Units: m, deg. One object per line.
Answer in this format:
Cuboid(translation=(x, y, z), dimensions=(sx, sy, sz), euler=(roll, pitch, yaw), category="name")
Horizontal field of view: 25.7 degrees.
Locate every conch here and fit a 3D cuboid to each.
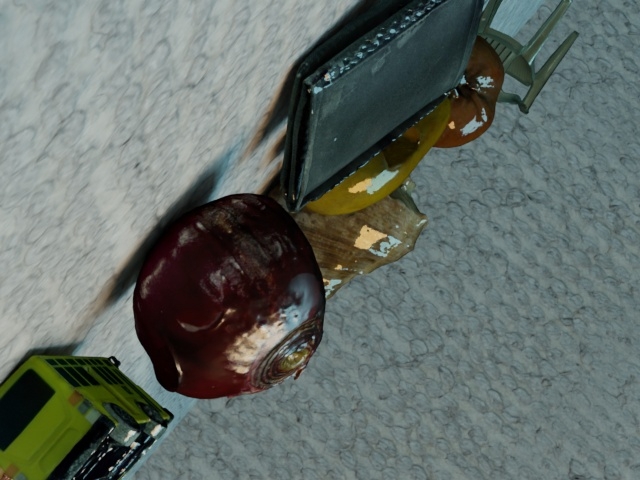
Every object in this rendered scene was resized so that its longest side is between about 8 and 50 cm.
Cuboid(translation=(-0.008, -0.016, 2.126), dimensions=(0.352, 0.210, 0.297), euler=(-29, 175, -1), category="conch")

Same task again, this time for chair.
Cuboid(translation=(0.349, -0.370, 2.692), dimensions=(0.274, 0.203, 0.190), euler=(-57, 166, -9), category="chair")

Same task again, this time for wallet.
Cuboid(translation=(0.073, -0.203, 1.736), dimensions=(0.342, 0.075, 0.237), euler=(-40, 153, -31), category="wallet")

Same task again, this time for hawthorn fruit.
Cuboid(translation=(0.195, -0.244, 2.313), dimensions=(0.199, 0.199, 0.251), euler=(-49, -173, -9), category="hawthorn fruit")

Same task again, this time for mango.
Cuboid(translation=(0.066, -0.134, 1.916), dimensions=(0.262, 0.167, 0.130), euler=(-40, 126, -28), category="mango")

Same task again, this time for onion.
Cuboid(translation=(-0.117, 0.062, 1.624), dimensions=(0.206, 0.216, 0.207), euler=(-30, 156, -26), category="onion")

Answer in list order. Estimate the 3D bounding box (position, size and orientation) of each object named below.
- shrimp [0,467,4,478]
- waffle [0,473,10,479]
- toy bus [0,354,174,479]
Cuboid(translation=(-0.422, 0.311, 1.578), dimensions=(0.236, 0.053, 0.133), euler=(-56, 175, 29), category="shrimp")
Cuboid(translation=(-0.389, 0.280, 1.808), dimensions=(0.083, 0.029, 0.075), euler=(-50, 176, 32), category="waffle")
Cuboid(translation=(-0.272, 0.206, 1.570), dimensions=(0.128, 0.150, 0.262), euler=(-49, 171, 2), category="toy bus")
